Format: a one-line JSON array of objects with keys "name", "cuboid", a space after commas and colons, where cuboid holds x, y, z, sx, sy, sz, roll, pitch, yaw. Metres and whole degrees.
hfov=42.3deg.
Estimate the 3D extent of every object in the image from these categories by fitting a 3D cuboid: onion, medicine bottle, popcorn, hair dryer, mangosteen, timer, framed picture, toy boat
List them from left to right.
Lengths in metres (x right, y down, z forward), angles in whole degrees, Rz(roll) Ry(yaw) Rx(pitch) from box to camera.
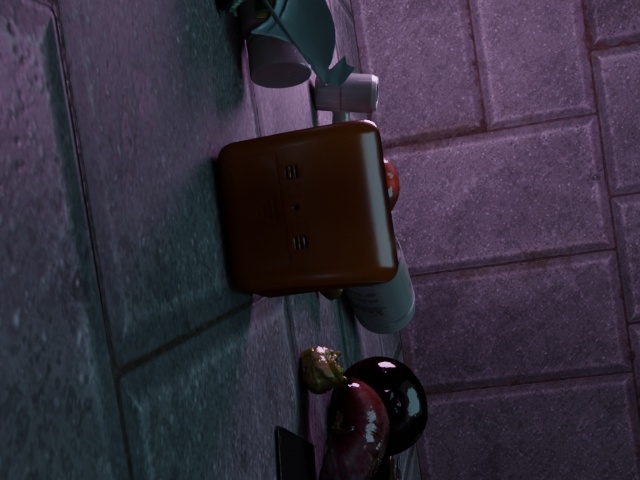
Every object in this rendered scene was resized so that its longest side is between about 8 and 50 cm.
[{"name": "medicine bottle", "cuboid": [-0.083, -0.415, 1.546, 0.139, 0.139, 0.237, 48, 34, -73]}, {"name": "toy boat", "cuboid": [-0.043, -0.395, 1.451, 0.291, 0.220, 0.067, 51, -24, -4]}, {"name": "framed picture", "cuboid": [-0.033, 0.509, 1.437, 0.255, 0.014, 0.339, 57, 26, -66]}, {"name": "timer", "cuboid": [-0.017, -0.048, 1.291, 0.161, 0.250, 0.257, 9, 73, -79]}, {"name": "popcorn", "cuboid": [0.003, 0.258, 1.653, 0.109, 0.089, 0.097, 0, 71, -77]}, {"name": "hair dryer", "cuboid": [0.067, -0.287, 2.319, 0.107, 0.173, 0.357, -54, 148, -73]}, {"name": "onion", "cuboid": [0.071, 0.403, 1.654, 0.283, 0.120, 0.227, 95, 14, -72]}, {"name": "medicine bottle", "cuboid": [0.159, 0.120, 2.333, 0.332, 0.190, 0.190, 66, 19, -57]}, {"name": "mangosteen", "cuboid": [0.130, 0.381, 1.901, 0.265, 0.228, 0.228, 106, -22, -79]}]

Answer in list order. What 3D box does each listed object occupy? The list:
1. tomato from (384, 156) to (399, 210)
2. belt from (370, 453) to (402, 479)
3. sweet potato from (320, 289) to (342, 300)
[{"name": "tomato", "cuboid": [0.109, -0.138, 2.238, 0.184, 0.208, 0.208, 122, -34, -67]}, {"name": "belt", "cuboid": [0.127, 0.579, 2.000, 0.339, 0.122, 0.217, -74, 156, -63]}, {"name": "sweet potato", "cuboid": [0.000, 0.000, 1.811, 0.385, 0.109, 0.109, 78, 9, -58]}]
